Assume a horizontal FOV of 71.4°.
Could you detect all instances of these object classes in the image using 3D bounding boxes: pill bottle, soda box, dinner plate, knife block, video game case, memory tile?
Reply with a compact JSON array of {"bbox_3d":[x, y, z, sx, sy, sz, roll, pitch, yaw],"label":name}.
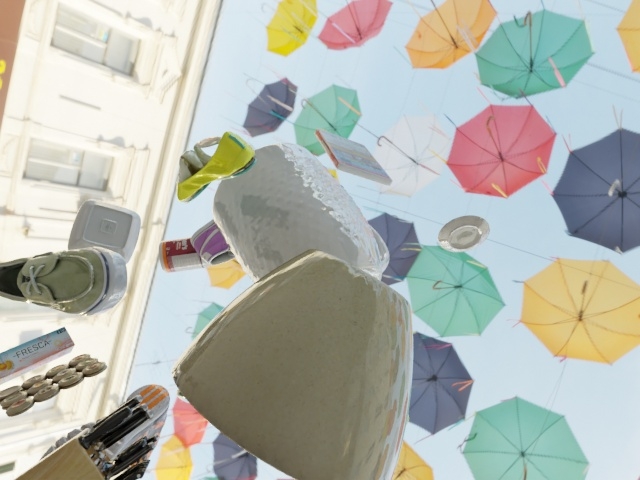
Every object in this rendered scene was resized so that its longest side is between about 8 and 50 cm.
[{"bbox_3d":[-0.472,0.047,1.646,0.220,0.121,0.121,-8,-102,-6],"label":"pill bottle"},{"bbox_3d":[-0.721,0.287,1.110,0.058,0.183,0.063,-43,-101,39],"label":"soda box"},{"bbox_3d":[0.395,-0.013,1.224,0.141,0.141,0.017,-37,-145,28],"label":"dinner plate"},{"bbox_3d":[-0.434,0.383,0.767,0.088,0.275,0.242,138,-37,-72],"label":"knife block"},{"bbox_3d":[0.106,-0.284,1.498,0.025,0.203,0.285,-63,-151,27],"label":"video game case"},{"bbox_3d":[-0.435,0.228,0.723,0.113,0.148,0.012,1,-71,46],"label":"memory tile"}]

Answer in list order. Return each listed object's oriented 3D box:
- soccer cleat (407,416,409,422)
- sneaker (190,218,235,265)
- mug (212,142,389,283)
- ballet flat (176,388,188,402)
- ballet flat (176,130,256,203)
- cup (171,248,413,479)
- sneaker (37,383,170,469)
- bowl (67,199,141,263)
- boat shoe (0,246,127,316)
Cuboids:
[{"bbox_3d":[0.181,0.460,1.388,0.289,0.121,0.094,30,-60,47],"label":"soccer cleat"},{"bbox_3d":[-0.277,-0.033,1.458,0.282,0.102,0.161,-45,-126,-3],"label":"sneaker"},{"bbox_3d":[0.000,0.000,0.965,0.328,0.373,0.276,51,-56,33],"label":"mug"},{"bbox_3d":[-0.301,0.386,1.126,0.206,0.073,0.067,-8,-133,50],"label":"ballet flat"},{"bbox_3d":[-0.200,-0.130,0.771,0.230,0.077,0.077,-15,-143,45],"label":"ballet flat"},{"bbox_3d":[-0.001,0.154,0.630,0.330,0.331,0.237,24,-100,36],"label":"cup"},{"bbox_3d":[-0.474,0.487,1.013,0.124,0.321,0.180,28,-58,26],"label":"sneaker"},{"bbox_3d":[-0.488,-0.024,1.017,0.053,0.141,0.142,-31,-132,54],"label":"bowl"},{"bbox_3d":[-0.427,0.070,0.710,0.302,0.094,0.109,-8,-100,33],"label":"boat shoe"}]
